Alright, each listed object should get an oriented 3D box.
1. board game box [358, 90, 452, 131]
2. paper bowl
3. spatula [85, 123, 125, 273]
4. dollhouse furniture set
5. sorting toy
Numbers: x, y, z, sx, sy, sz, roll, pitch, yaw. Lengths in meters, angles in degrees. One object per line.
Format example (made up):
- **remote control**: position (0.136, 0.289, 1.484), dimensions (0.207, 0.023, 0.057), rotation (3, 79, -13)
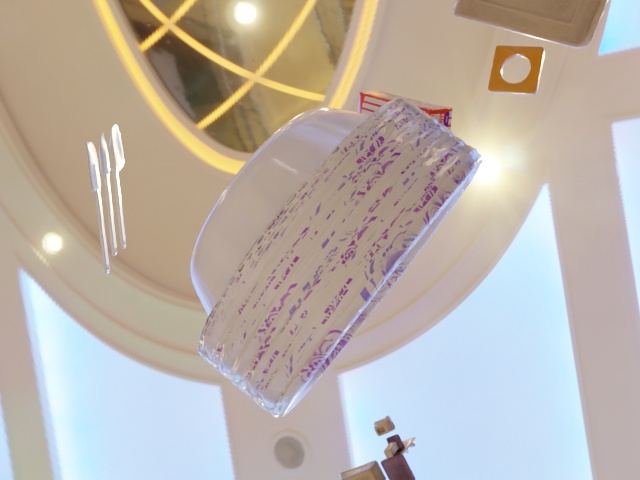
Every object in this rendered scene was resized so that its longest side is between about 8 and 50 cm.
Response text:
- **board game box**: position (0.121, -0.140, 1.149), dimensions (0.193, 0.045, 0.147), rotation (32, -55, 58)
- **paper bowl**: position (0.000, 0.000, 0.666), dimensions (0.148, 0.284, 0.284), rotation (37, -75, 9)
- **spatula**: position (-0.379, -0.077, 1.381), dimensions (0.019, 0.168, 0.242), rotation (-2, -70, 1)
- **dollhouse furniture set**: position (0.077, 0.297, 1.076), dimensions (0.114, 0.081, 0.091), rotation (-29, -92, 25)
- **sorting toy**: position (0.293, -0.352, 1.004), dimensions (0.196, 0.047, 0.348), rotation (24, -88, 28)
